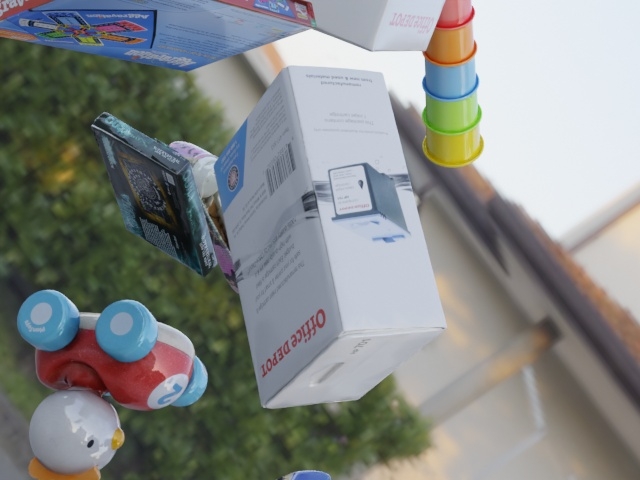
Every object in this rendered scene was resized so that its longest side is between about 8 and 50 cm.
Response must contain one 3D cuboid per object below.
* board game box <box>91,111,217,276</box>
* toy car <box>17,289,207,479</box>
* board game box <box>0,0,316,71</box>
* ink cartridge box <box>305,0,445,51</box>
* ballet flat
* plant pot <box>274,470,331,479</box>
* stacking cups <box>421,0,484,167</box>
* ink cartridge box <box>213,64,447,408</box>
[{"bbox_3d":[-0.181,-0.048,1.478,0.126,0.026,0.186,30,-28,25],"label":"board game box"},{"bbox_3d":[-0.278,0.215,1.684,0.210,0.238,0.219,6,-22,19],"label":"toy car"},{"bbox_3d":[-0.133,-0.183,1.095,0.281,0.145,0.027,-1,77,-62],"label":"board game box"},{"bbox_3d":[0.079,-0.349,1.331,0.129,0.308,0.223,24,14,13],"label":"ink cartridge box"},{"bbox_3d":[-0.118,-0.038,1.679,0.079,0.077,0.222,-36,-101,54],"label":"ballet flat"},{"bbox_3d":[-0.048,0.399,1.442,0.212,0.236,0.236,50,36,-14],"label":"plant pot"},{"bbox_3d":[0.192,-0.246,1.921,0.096,0.096,0.316,53,-20,37],"label":"stacking cups"},{"bbox_3d":[0.000,0.000,0.903,0.139,0.082,0.191,-46,-128,54],"label":"ink cartridge box"}]
